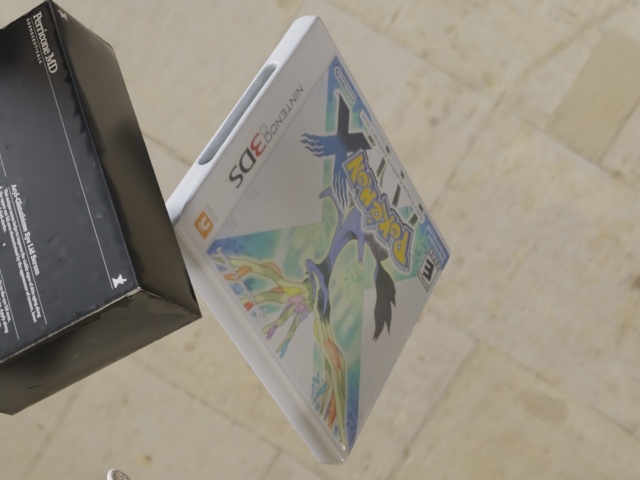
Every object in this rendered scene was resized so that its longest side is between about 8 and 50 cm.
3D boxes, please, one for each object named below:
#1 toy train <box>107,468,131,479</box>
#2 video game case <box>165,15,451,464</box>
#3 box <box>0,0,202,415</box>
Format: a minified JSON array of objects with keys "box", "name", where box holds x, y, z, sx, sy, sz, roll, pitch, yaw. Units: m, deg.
[{"box":[-0.029,0.139,0.513,0.125,0.046,0.166,50,179,-24],"name":"toy train"},{"box":[0.000,0.000,1.299,0.036,0.300,0.329,-3,132,37],"name":"video game case"},{"box":[-0.224,-0.024,1.032,0.103,0.184,0.261,31,-145,-60],"name":"box"}]
